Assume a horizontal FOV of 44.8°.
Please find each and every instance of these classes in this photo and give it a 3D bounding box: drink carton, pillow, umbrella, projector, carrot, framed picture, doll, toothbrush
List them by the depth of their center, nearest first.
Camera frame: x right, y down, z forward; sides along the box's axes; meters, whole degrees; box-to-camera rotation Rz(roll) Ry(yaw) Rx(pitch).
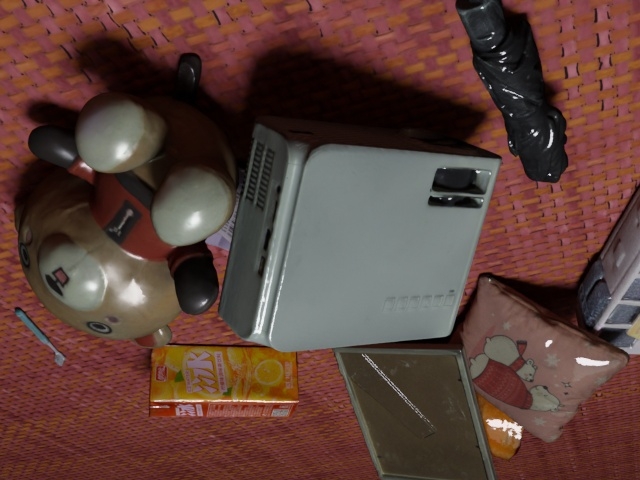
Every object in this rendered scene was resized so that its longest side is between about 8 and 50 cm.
[{"bbox_3d":[0.184,-0.141,0.721,0.059,0.066,0.235,-14,143,25],"label":"umbrella"},{"bbox_3d":[0.038,-0.010,0.754,0.251,0.108,0.198,0,113,-34],"label":"projector"},{"bbox_3d":[-0.189,-0.025,0.777,0.235,0.174,0.330,42,131,-5],"label":"doll"},{"bbox_3d":[0.287,0.171,1.114,0.223,0.084,0.236,34,138,13],"label":"pillow"},{"bbox_3d":[-0.407,0.143,1.131,0.011,0.014,0.167,1,147,8],"label":"toothbrush"},{"bbox_3d":[-0.150,0.218,1.195,0.223,0.096,0.071,4,146,-11],"label":"drink carton"},{"bbox_3d":[0.152,0.279,1.220,0.213,0.016,0.289,-4,120,29],"label":"framed picture"},{"bbox_3d":[0.225,0.262,1.273,0.225,0.159,0.159,12,146,3],"label":"carrot"}]

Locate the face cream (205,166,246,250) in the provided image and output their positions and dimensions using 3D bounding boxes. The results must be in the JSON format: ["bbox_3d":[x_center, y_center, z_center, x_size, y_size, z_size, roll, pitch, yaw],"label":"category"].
[{"bbox_3d":[0.000,0.000,0.907,0.274,0.096,0.154,19,145,-10],"label":"face cream"}]

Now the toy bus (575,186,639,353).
[{"bbox_3d":[0.428,0.036,0.980,0.138,0.097,0.342,0,146,-2],"label":"toy bus"}]
